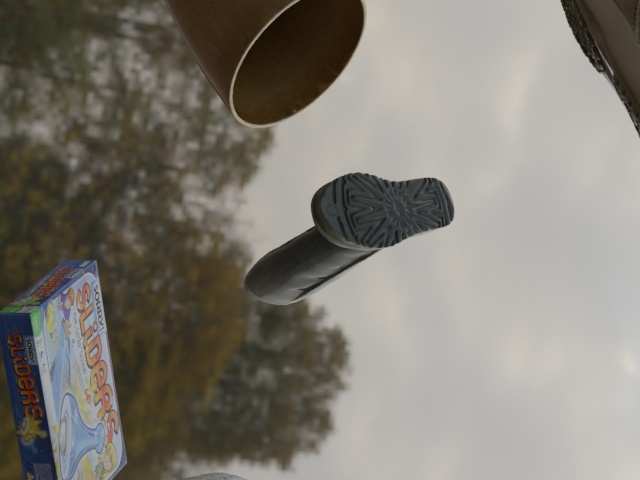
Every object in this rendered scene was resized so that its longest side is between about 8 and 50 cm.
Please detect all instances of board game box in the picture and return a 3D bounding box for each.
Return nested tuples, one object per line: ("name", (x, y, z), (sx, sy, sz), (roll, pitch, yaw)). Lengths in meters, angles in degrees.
("board game box", (-0.224, 0.133, 1.497), (0.136, 0.035, 0.201), (-50, 136, -64))

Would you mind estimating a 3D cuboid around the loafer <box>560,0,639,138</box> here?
("loafer", (0.197, -0.132, 0.989), (0.102, 0.092, 0.268), (58, 10, -51))

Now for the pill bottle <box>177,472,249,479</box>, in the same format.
("pill bottle", (-0.128, 0.258, 1.335), (0.229, 0.131, 0.131), (1, 101, -64))

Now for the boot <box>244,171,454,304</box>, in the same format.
("boot", (0.000, 0.002, 1.595), (0.208, 0.190, 0.076), (-20, -104, 41))

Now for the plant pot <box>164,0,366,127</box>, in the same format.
("plant pot", (-0.107, -0.322, 2.340), (0.254, 0.237, 0.237), (44, -46, 26))
